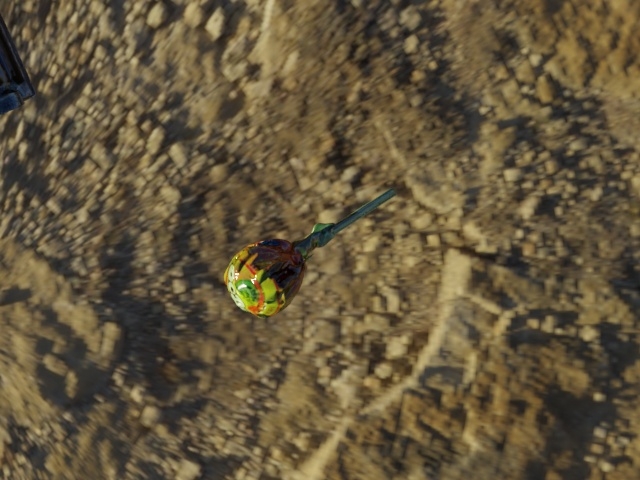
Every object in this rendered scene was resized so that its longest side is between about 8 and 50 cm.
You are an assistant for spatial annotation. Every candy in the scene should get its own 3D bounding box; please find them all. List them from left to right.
[{"bbox_3d":[0.000,0.000,1.175,0.201,0.060,0.060,-34,96,-42],"label":"candy"}]

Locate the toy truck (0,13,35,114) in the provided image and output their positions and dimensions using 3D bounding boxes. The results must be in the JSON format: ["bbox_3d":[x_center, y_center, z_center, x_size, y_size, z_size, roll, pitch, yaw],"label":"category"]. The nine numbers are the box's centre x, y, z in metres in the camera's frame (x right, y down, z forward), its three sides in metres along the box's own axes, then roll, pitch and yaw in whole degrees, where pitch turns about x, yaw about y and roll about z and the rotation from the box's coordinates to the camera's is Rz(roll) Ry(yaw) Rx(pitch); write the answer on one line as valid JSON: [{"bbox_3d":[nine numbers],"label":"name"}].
[{"bbox_3d":[-0.489,-0.161,1.728,0.305,0.162,0.136,-39,110,-50],"label":"toy truck"}]
